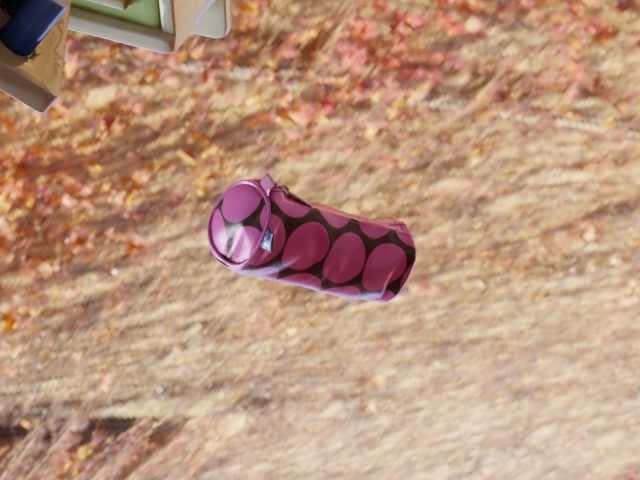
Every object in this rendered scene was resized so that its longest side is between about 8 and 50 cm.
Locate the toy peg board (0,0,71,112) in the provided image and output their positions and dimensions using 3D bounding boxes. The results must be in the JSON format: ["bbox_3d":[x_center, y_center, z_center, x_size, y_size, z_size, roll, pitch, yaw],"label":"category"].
[{"bbox_3d":[-0.189,-0.176,0.707,0.161,0.079,0.161,32,-152,-27],"label":"toy peg board"}]

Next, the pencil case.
[{"bbox_3d":[0.000,0.000,1.248,0.209,0.098,0.095,13,-158,-44],"label":"pencil case"}]

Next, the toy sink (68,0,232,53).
[{"bbox_3d":[-0.182,-0.270,1.246,0.153,0.234,0.131,17,-131,14],"label":"toy sink"}]
